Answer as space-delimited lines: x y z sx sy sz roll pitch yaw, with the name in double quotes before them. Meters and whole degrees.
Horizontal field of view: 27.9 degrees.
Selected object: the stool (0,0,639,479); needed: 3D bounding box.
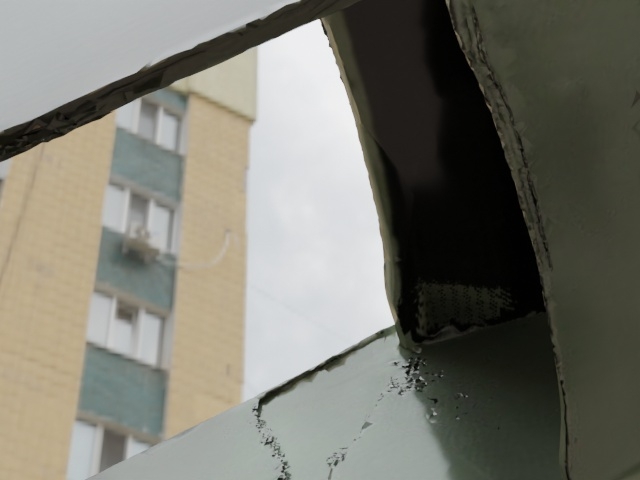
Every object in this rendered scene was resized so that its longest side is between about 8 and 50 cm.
"stool" 0.000 0.000 0.458 0.270 0.170 0.243 -26 -58 -12
